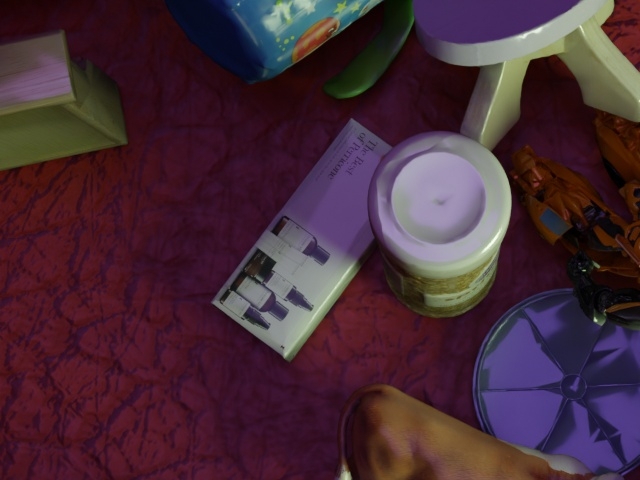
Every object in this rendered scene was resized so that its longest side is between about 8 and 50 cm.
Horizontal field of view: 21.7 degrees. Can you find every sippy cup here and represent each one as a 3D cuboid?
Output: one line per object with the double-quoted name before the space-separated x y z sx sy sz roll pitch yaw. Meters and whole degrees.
"sippy cup" -0.038 -0.284 1.649 0.305 0.240 0.224 45 73 0

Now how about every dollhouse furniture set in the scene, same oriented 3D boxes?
"dollhouse furniture set" -0.330 -0.289 1.668 0.362 0.256 0.394 -11 83 5

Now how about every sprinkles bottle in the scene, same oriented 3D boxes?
"sprinkles bottle" 0.111 -0.007 1.555 0.121 0.355 0.121 -1 81 4

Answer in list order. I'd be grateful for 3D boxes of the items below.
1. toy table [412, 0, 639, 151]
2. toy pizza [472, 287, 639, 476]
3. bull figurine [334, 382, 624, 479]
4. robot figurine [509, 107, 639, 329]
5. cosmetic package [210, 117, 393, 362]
"toy table" 0.205 -0.215 1.639 0.274 0.161 0.252 -37 49 -21
"toy pizza" 0.253 0.149 1.686 0.201 0.032 0.201 0 81 3
"bull figurine" 0.150 0.258 1.625 0.310 0.101 0.188 26 100 12
"robot figurine" 0.303 -0.030 1.601 0.211 0.291 0.085 -35 123 -2
"cosmetic package" 0.000 0.000 1.711 0.099 0.060 0.239 36 85 7
